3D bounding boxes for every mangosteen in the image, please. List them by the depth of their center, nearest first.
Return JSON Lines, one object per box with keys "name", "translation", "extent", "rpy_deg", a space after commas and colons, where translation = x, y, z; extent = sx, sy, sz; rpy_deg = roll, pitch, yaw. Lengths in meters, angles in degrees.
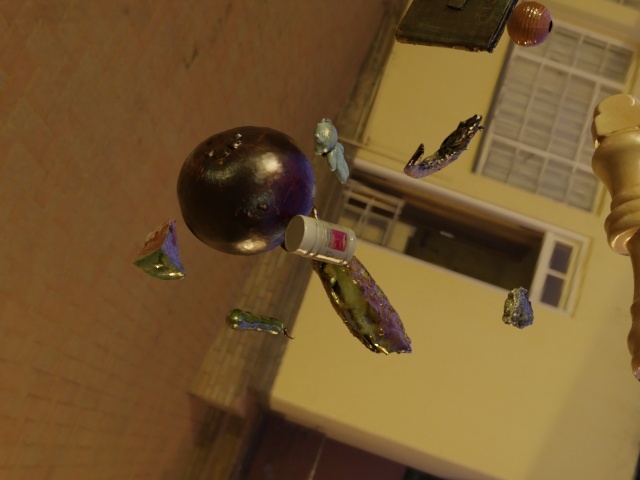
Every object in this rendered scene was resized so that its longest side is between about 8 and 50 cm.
{"name": "mangosteen", "translation": [-0.157, -0.101, 1.767], "extent": [0.330, 0.330, 0.330], "rpy_deg": [19, 90, -88]}

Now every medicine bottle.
{"name": "medicine bottle", "translation": [0.000, 0.000, 1.150], "extent": [0.058, 0.091, 0.058], "rpy_deg": [-29, -126, 50]}

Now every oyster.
{"name": "oyster", "translation": [0.586, 0.202, 2.332], "extent": [0.064, 0.177, 0.125], "rpy_deg": [-26, -116, 33]}

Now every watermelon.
{"name": "watermelon", "translation": [-0.405, 0.018, 1.946], "extent": [0.121, 0.098, 0.158], "rpy_deg": [29, 50, -72]}

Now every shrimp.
{"name": "shrimp", "translation": [0.256, -0.194, 1.675], "extent": [0.150, 0.051, 0.217], "rpy_deg": [-14, 157, -36]}

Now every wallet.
{"name": "wallet", "translation": [0.336, -0.561, 1.991], "extent": [0.044, 0.317, 0.169], "rpy_deg": [31, 84, -42]}

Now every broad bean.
{"name": "broad bean", "translation": [-0.121, 0.153, 1.467], "extent": [0.227, 0.069, 0.039], "rpy_deg": [23, 83, -61]}

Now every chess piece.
{"name": "chess piece", "translation": [0.421, -0.020, 1.020], "extent": [0.117, 0.117, 0.397], "rpy_deg": [106, -15, -60]}

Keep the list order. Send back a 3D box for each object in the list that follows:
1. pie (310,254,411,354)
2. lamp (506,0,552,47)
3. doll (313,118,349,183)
{"name": "pie", "translation": [0.083, 0.121, 1.744], "extent": [0.103, 0.355, 0.288], "rpy_deg": [-36, -155, 5]}
{"name": "lamp", "translation": [0.621, -0.641, 2.343], "extent": [0.136, 0.136, 0.136], "rpy_deg": [19, 90, -88]}
{"name": "doll", "translation": [0.022, -0.239, 2.149], "extent": [0.120, 0.075, 0.180], "rpy_deg": [-72, 149, -57]}
